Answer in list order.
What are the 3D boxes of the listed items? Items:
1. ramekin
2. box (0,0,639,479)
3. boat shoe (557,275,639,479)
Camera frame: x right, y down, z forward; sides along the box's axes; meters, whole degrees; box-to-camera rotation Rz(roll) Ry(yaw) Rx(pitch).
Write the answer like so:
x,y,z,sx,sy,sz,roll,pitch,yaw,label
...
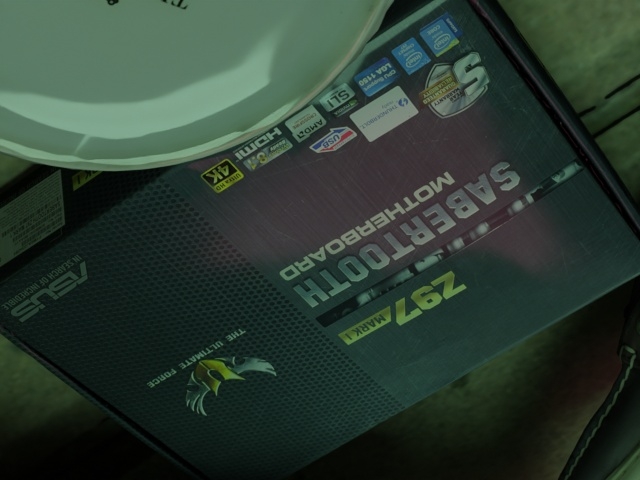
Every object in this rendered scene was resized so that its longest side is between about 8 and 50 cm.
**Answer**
x,y,z,sx,sy,sz,roll,pitch,yaw,label
-0.066,-0.118,0.436,0.207,0.109,0.207,-7,131,-8,ramekin
0.000,0.000,0.587,0.233,0.059,0.183,-31,132,15,box
0.186,0.020,0.629,0.103,0.092,0.285,-6,134,-45,boat shoe
